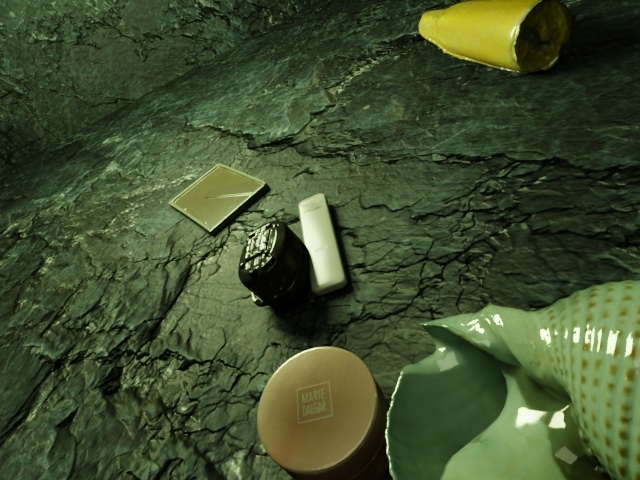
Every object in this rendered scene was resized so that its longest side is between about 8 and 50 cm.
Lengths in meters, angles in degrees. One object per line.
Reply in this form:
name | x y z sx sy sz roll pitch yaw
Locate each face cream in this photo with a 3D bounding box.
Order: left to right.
face cream | 0.010 0.220 0.501 0.149 0.104 0.149 -14 42 13

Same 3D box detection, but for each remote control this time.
remote control | 0.000 0.000 0.800 0.067 0.029 0.261 -21 43 8

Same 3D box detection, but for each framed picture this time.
framed picture | -0.274 -0.120 1.068 0.189 0.023 0.260 -44 44 -19

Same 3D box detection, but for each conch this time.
conch | 0.226 0.179 0.359 0.303 0.215 0.319 -43 11 -26

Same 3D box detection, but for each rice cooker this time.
rice cooker | -0.084 0.039 0.736 0.112 0.106 0.165 -28 31 20

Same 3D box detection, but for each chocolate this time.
chocolate | 0.421 -0.549 1.073 0.162 0.162 0.445 -30 36 -4
